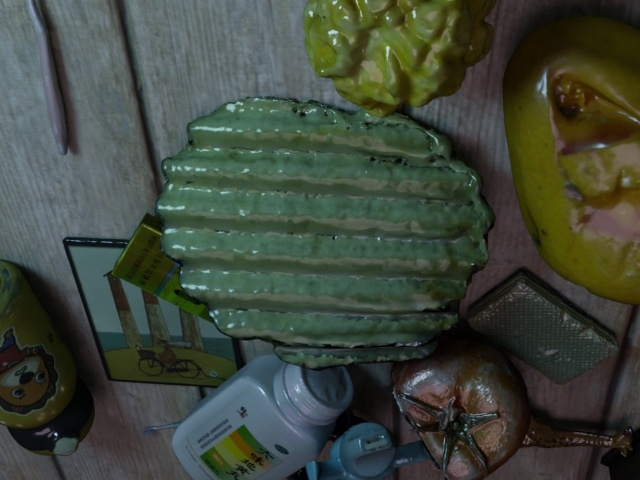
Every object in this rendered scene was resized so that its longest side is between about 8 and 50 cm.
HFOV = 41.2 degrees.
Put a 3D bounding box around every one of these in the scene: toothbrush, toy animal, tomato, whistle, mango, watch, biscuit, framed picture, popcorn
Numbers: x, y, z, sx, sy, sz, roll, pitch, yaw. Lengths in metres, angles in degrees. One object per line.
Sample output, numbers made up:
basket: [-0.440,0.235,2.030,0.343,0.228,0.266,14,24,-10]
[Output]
toothbrush: [-0.332,-0.231,1.040,0.029,0.025,0.307,2,131,-2]
toy animal: [0.359,0.298,1.358,0.275,0.054,0.149,25,127,-8]
toothbrush: [-0.248,0.331,1.523,0.167,0.014,0.011,-14,118,21]
tomato: [0.219,0.229,1.229,0.155,0.181,0.214,-35,94,22]
whistle: [0.066,0.319,1.275,0.186,0.093,0.274,-10,161,-7]
mango: [0.332,-0.088,0.956,0.252,0.182,0.365,-23,112,30]
watch: [0.024,0.370,1.475,0.192,0.068,0.206,22,133,-10]
biscuit: [0.320,0.131,1.228,0.199,0.041,0.121,33,130,-19]
framed picture: [-0.253,0.123,1.344,0.244,0.013,0.324,2,132,7]
popcorn: [0.088,-0.238,0.854,0.180,0.217,0.235,17,143,13]

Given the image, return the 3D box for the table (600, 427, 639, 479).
table: [0.587,0.415,1.265,0.196,0.282,0.251,24,131,-11]

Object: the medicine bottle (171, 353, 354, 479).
medicine bottle: [-0.089,0.293,1.371,0.179,0.124,0.324,48,123,-3]

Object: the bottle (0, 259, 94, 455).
bottle: [-0.476,0.207,1.358,0.171,0.172,0.351,-7,131,16]

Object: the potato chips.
potato chips: [0.000,0.000,1.085,0.429,0.070,0.359,4,107,4]

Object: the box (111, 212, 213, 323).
box: [-0.193,0.049,1.240,0.193,0.030,0.121,28,130,-16]
